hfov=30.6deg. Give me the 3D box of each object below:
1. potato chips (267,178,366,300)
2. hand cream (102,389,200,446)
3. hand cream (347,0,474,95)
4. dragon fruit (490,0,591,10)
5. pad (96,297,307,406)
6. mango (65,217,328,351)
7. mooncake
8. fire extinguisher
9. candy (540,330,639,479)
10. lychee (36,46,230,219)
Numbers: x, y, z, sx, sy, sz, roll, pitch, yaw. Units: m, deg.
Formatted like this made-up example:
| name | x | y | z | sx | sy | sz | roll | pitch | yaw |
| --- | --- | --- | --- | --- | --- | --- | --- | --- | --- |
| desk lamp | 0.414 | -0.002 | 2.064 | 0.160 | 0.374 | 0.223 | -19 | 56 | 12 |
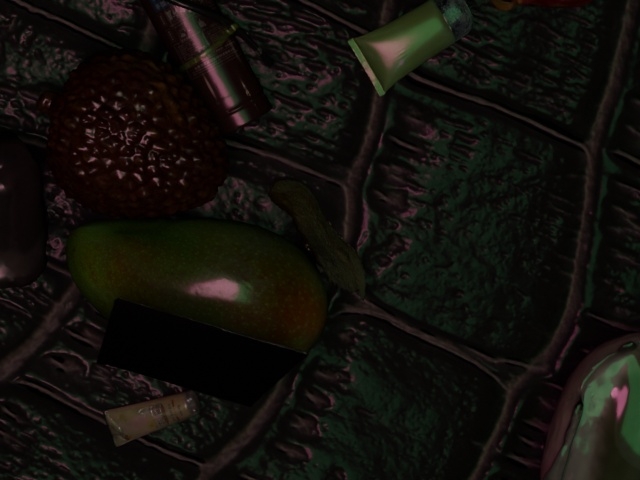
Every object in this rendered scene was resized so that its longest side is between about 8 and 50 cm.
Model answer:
| name | x | y | z | sx | sy | sz | roll | pitch | yaw |
| --- | --- | --- | --- | --- | --- | --- | --- | --- | --- |
| potato chips | 0.000 | 0.000 | 1.693 | 0.026 | 0.142 | 0.209 | -38 | 107 | 26 |
| hand cream | -0.251 | 0.260 | 1.752 | 0.143 | 0.039 | 0.061 | -19 | 102 | 1 |
| hand cream | 0.138 | -0.295 | 1.707 | 0.175 | 0.046 | 0.095 | -31 | 102 | 6 |
| dragon fruit | 0.321 | -0.427 | 1.623 | 0.227 | 0.224 | 0.224 | -4 | 100 | -25 |
| pad | -0.174 | 0.161 | 1.597 | 0.247 | 0.367 | 0.007 | 17 | 69 | -8 |
| mango | -0.171 | 0.063 | 1.640 | 0.382 | 0.225 | 0.201 | 18 | 67 | -8 |
| mooncake | -0.561 | -0.053 | 1.503 | 0.350 | 0.381 | 0.212 | 15 | 112 | 30 |
| fire extinguisher | -0.176 | -0.320 | 1.640 | 0.141 | 0.105 | 0.341 | -31 | 101 | -20 |
| candy | 0.512 | 0.352 | 1.774 | 0.386 | 0.186 | 0.427 | 25 | 97 | -1 |
| lychee | -0.253 | -0.138 | 1.589 | 0.271 | 0.236 | 0.236 | 30 | 94 | -14 |
